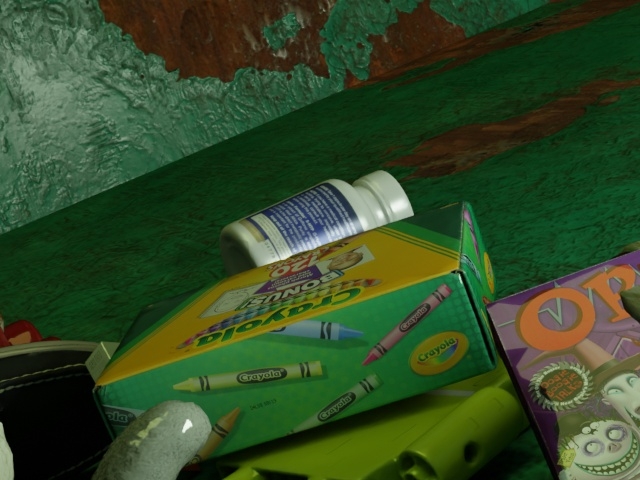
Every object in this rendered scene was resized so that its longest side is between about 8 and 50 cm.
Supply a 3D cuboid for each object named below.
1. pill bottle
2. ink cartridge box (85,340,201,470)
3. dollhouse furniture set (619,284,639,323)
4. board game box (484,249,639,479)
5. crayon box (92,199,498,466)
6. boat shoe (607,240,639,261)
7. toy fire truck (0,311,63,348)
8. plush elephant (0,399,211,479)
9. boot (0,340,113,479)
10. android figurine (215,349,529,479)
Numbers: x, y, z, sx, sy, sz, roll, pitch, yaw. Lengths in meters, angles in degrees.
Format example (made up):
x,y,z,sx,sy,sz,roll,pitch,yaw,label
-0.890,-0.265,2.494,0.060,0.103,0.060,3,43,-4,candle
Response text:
x,y,z,sx,sy,sz,roll,pitch,yaw,label
0.000,0.000,1.602,0.186,0.112,0.112,-25,13,-20,pill bottle
-0.135,0.132,1.229,0.063,0.115,0.029,9,-53,-49,ink cartridge box
0.229,0.098,0.651,0.129,0.184,0.129,-20,12,-1,dollhouse furniture set
0.286,0.057,0.862,0.346,0.056,0.208,-20,36,1,board game box
-0.011,0.070,1.129,0.278,0.081,0.165,-18,15,12,crayon box
0.216,0.068,1.021,0.095,0.095,0.257,-26,13,1,boat shoe
-0.346,0.088,1.440,0.169,0.254,0.302,-25,13,-21,toy fire truck
-0.155,0.181,0.811,0.255,0.330,0.272,0,13,-34,plush elephant
-0.291,0.200,1.161,0.377,0.138,0.284,-13,16,-17,boot
0.039,0.137,1.093,0.273,0.056,0.248,-31,16,-33,android figurine
